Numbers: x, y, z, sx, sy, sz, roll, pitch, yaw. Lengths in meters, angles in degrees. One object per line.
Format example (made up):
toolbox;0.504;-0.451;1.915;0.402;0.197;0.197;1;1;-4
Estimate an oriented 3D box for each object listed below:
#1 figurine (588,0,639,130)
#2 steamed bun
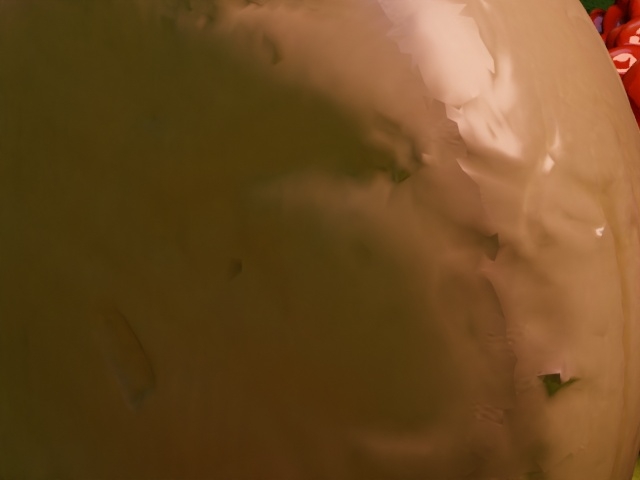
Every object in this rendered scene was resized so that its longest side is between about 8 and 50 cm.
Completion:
figurine;0.300;-0.049;0.911;0.412;0.241;0.306;-16;52;-9
steamed bun;0.000;0.000;0.612;0.334;0.311;0.233;28;26;32
